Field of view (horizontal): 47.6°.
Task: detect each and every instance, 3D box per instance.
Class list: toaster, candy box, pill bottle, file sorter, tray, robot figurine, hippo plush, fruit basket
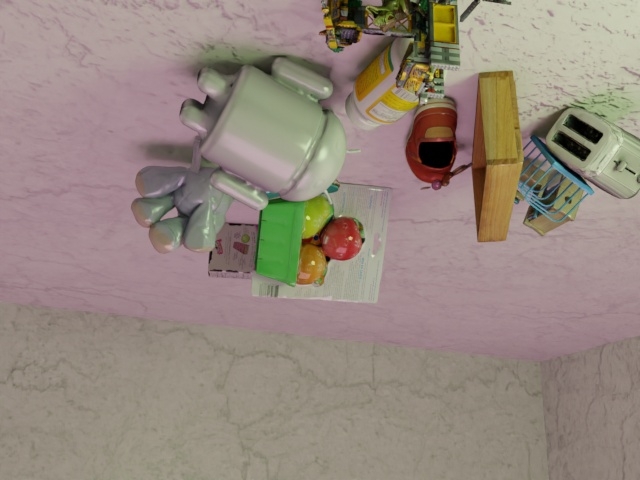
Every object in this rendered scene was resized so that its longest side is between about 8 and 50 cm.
[{"bbox_3d":[0.577,-0.191,1.518,0.146,0.227,0.129,21,112,-34],"label":"toaster"},{"bbox_3d":[-0.219,0.035,2.203,0.233,0.159,0.071,4,158,-5],"label":"candy box"},{"bbox_3d":[0.133,-0.289,1.361,0.117,0.118,0.208,11,157,-24],"label":"pill bottle"},{"bbox_3d":[0.498,-0.134,1.597,0.118,0.170,0.104,32,112,-16],"label":"file sorter"},{"bbox_3d":[0.375,-0.162,1.561,0.076,0.203,0.411,-3,159,8],"label":"tray"},{"bbox_3d":[-0.096,-0.206,1.419,0.353,0.200,0.300,28,108,-17],"label":"robot figurine"},{"bbox_3d":[-0.323,-0.113,1.802,0.234,0.294,0.236,20,-174,1],"label":"hippo plush"},{"bbox_3d":[0.000,0.000,1.943,0.353,0.327,0.165,3,-168,-15],"label":"fruit basket"}]

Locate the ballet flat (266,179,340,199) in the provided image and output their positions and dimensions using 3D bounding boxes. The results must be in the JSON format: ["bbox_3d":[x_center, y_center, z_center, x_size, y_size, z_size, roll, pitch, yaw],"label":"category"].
[{"bbox_3d":[-0.073,-0.151,1.805,0.241,0.077,0.091,-6,161,3],"label":"ballet flat"}]

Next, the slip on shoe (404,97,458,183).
[{"bbox_3d":[0.253,-0.197,1.628,0.123,0.101,0.331,-2,161,4],"label":"slip on shoe"}]

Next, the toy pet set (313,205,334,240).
[{"bbox_3d":[0.044,-0.038,2.051,0.122,0.114,0.065,1,154,2],"label":"toy pet set"}]

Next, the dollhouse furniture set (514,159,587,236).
[{"bbox_3d":[0.536,-0.127,1.806,0.183,0.129,0.129,31,154,-8],"label":"dollhouse furniture set"}]

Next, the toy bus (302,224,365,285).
[{"bbox_3d":[0.022,0.021,2.164,0.211,0.220,0.149,32,165,14],"label":"toy bus"}]

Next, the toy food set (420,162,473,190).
[{"bbox_3d":[0.294,-0.142,1.677,0.122,0.019,0.078,-31,171,29],"label":"toy food set"}]

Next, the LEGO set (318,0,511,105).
[{"bbox_3d":[0.126,-0.343,1.107,0.255,0.192,0.331,7,159,-15],"label":"LEGO set"}]
